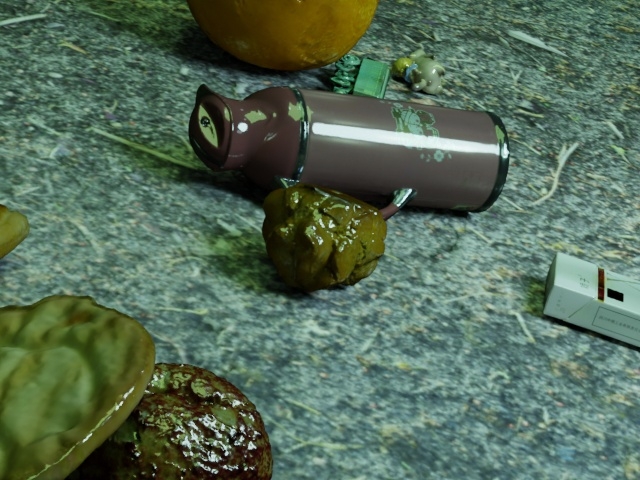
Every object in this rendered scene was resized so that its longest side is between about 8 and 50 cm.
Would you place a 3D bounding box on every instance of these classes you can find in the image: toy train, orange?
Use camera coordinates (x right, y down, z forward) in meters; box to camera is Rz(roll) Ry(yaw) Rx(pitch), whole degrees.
[{"bbox_3d":[0.045,-0.187,1.809,0.071,0.038,0.148,20,25,-2],"label":"toy train"},{"bbox_3d":[-0.045,-0.324,1.788,0.246,0.246,0.246,14,26,-7],"label":"orange"}]

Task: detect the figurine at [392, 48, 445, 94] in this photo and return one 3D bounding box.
[{"bbox_3d":[0.122,-0.214,1.908,0.050,0.047,0.083,-7,29,-22],"label":"figurine"}]

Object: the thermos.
[{"bbox_3d":[0.022,-0.082,1.529,0.330,0.136,0.109,5,1,-25],"label":"thermos"}]

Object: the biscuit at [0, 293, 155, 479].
[{"bbox_3d":[-0.218,0.115,0.972,0.203,0.041,0.260,4,35,19],"label":"biscuit"}]

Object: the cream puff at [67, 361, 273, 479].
[{"bbox_3d":[-0.103,0.135,1.025,0.149,0.084,0.149,12,26,-6],"label":"cream puff"}]

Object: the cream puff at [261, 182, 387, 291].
[{"bbox_3d":[0.000,0.000,1.357,0.116,0.094,0.122,16,2,-10],"label":"cream puff"}]

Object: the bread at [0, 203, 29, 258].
[{"bbox_3d":[-0.301,-0.007,1.216,0.136,0.054,0.154,0,36,-30],"label":"bread"}]

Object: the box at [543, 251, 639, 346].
[{"bbox_3d":[0.294,0.066,1.460,0.154,0.040,0.084,20,27,2],"label":"box"}]
